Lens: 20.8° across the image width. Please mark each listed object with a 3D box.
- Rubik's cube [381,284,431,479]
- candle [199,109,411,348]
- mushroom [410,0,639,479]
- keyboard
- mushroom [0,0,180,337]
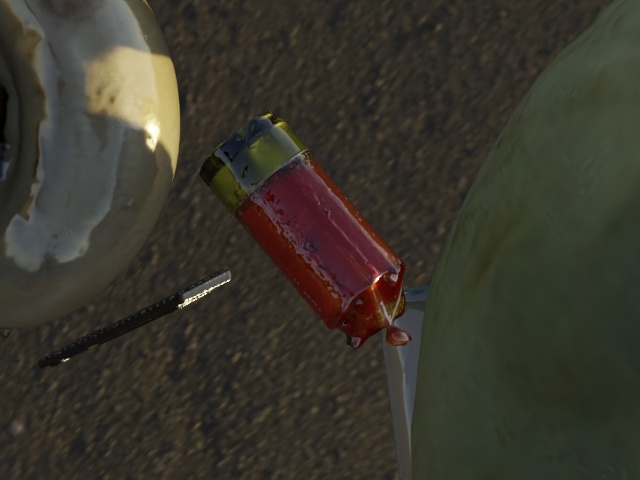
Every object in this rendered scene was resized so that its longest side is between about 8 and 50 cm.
[{"bbox_3d":[0.252,0.172,1.092,0.347,0.347,0.344,-7,90,17],"label":"Rubik's cube"},{"bbox_3d":[0.000,0.000,0.843,0.052,0.052,0.130,-37,82,-30],"label":"candle"},{"bbox_3d":[0.188,0.061,0.514,0.260,0.352,0.352,-15,74,-59],"label":"mushroom"},{"bbox_3d":[-0.155,0.066,1.426,0.061,0.204,0.013,-28,92,-46],"label":"keyboard"},{"bbox_3d":[-0.254,-0.081,1.142,0.290,0.292,0.292,-8,71,-52],"label":"mushroom"}]
